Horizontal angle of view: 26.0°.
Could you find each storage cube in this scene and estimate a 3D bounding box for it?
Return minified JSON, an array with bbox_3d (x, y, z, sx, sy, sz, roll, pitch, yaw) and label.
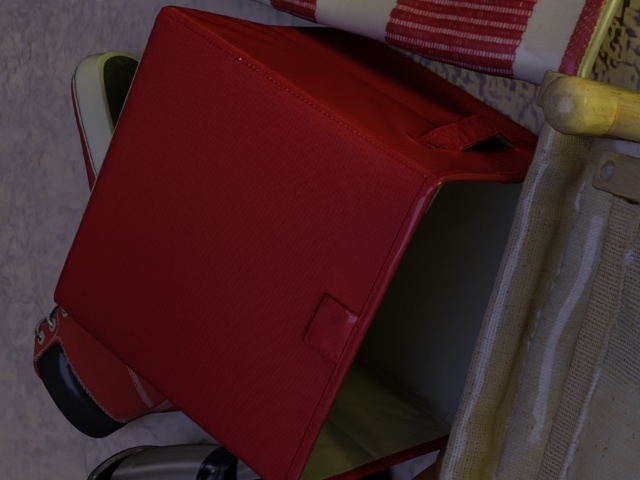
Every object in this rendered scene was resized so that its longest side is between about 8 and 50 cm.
[{"bbox_3d":[0.000,0.000,0.771,0.193,0.183,0.215,36,113,28],"label":"storage cube"}]

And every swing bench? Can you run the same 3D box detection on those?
[{"bbox_3d":[0.134,0.072,0.562,0.165,0.254,0.253,16,99,7],"label":"swing bench"}]

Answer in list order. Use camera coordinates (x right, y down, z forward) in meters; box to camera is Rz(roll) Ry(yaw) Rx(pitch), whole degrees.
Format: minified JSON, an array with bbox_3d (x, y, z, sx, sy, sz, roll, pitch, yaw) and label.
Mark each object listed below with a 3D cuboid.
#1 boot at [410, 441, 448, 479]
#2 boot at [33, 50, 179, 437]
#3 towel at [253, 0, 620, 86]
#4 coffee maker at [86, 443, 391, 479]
[{"bbox_3d":[0.166,0.191,0.714,0.220,0.109,0.283,-41,69,29],"label":"boot"},{"bbox_3d":[-0.153,0.008,0.941,0.176,0.088,0.244,-20,86,36],"label":"boot"},{"bbox_3d":[0.040,-0.234,0.779,0.329,0.037,0.237,23,93,31],"label":"towel"},{"bbox_3d":[-0.039,0.198,0.872,0.178,0.120,0.171,-15,109,36],"label":"coffee maker"}]
